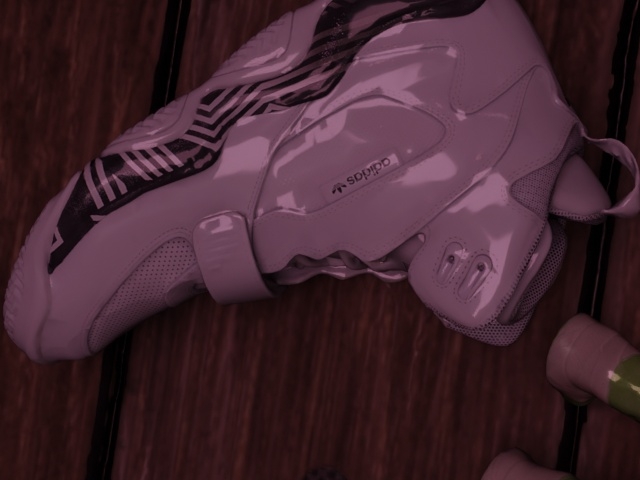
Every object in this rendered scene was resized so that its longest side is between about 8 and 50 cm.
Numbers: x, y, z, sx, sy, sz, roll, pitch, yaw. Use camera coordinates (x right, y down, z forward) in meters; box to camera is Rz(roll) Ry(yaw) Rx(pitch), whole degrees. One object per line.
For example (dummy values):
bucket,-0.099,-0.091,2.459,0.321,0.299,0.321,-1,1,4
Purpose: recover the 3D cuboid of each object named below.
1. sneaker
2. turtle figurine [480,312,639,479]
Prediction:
sneaker,0.000,0.000,0.938,0.366,0.137,0.210,-38,75,5
turtle figurine,0.241,0.158,0.886,0.266,0.275,0.198,24,115,34
